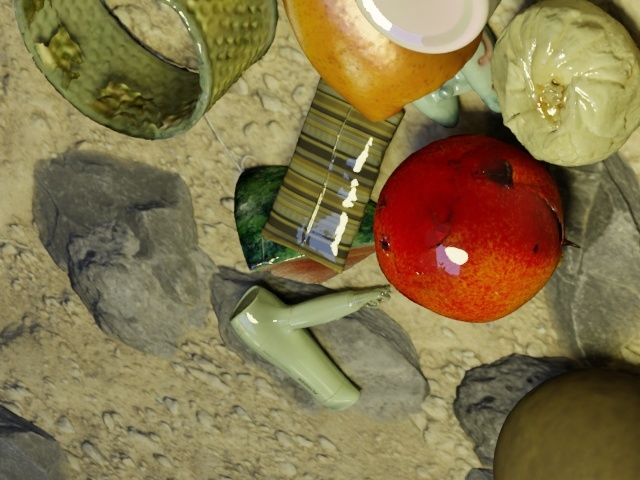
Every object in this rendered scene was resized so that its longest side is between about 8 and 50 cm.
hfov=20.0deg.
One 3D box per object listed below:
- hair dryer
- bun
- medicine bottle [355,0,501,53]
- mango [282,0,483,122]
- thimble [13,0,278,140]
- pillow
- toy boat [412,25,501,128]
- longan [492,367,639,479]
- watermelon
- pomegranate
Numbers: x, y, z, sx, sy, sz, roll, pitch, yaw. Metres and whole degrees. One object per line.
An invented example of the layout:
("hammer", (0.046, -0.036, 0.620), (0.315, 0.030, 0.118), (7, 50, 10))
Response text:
("hair dryer", (0.022, 0.118, 2.313), (0.206, 0.075, 0.237), (44, 135, -18))
("bun", (0.245, -0.153, 1.819), (0.164, 0.111, 0.188), (30, 144, 15))
("medicine bottle", (0.136, -0.294, 1.630), (0.133, 0.274, 0.133), (17, 137, 17))
("mango", (0.033, -0.299, 1.758), (0.199, 0.201, 0.350), (-5, 114, 61))
("thimble", (-0.197, -0.254, 2.032), (0.271, 0.150, 0.270), (21, 138, 20))
("pillow", (0.011, -0.074, 2.062), (0.113, 0.038, 0.203), (25, 103, 19))
("toy boat", (0.109, -0.202, 1.906), (0.134, 0.079, 0.207), (-11, 123, 47))
("longan", (0.314, 0.263, 2.064), (0.248, 0.248, 0.248), (21, 138, 20))
("watermelon", (0.000, -0.021, 2.198), (0.207, 0.136, 0.202), (1, 175, 3))
("pomegranate", (0.168, -0.008, 1.955), (0.210, 0.210, 0.235), (-11, 153, 44))
